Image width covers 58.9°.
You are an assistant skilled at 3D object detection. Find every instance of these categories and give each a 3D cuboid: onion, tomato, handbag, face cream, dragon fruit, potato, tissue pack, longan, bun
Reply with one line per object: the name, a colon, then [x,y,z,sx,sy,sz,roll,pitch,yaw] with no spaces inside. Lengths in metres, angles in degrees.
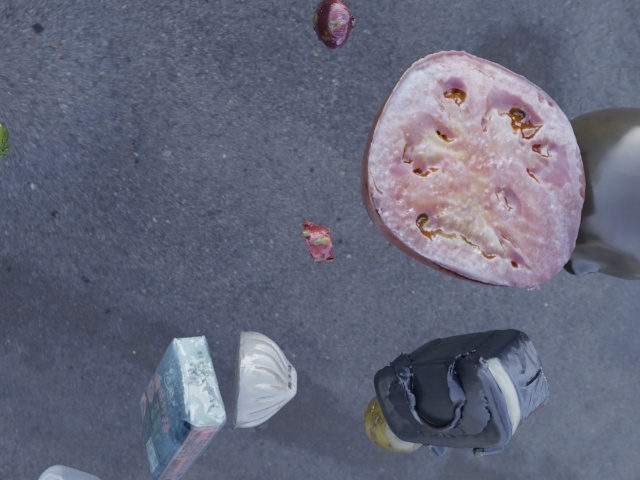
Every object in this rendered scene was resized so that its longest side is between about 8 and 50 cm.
onion: [0.030,-0.467,1.218,0.097,0.107,0.107,-13,113,-8]
tomato: [0.194,-0.085,0.787,0.339,0.144,0.337,4,79,-20]
handbag: [0.226,0.253,0.935,0.182,0.255,0.181,-19,90,-43]
face cream: [-0.513,0.583,1.212,0.080,0.162,0.336,-3,152,-1]
dragon fruit: [0.001,0.001,1.465,0.068,0.112,0.126,-20,117,9]
potato: [0.159,0.374,1.183,0.137,0.137,0.176,-62,164,-1]
tissue pack: [-0.337,0.402,1.339,0.103,0.227,0.315,2,138,-34]
longan: [0.467,-0.072,0.906,0.298,0.297,0.297,-10,110,-29]
bun: [-0.150,0.381,1.551,0.175,0.263,0.262,4,104,-10]

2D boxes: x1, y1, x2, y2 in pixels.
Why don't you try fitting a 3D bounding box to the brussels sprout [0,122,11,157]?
brussels sprout: [-0.280,-0.098,0.438,0.046,0.051,0.083,-39,118,-30]
